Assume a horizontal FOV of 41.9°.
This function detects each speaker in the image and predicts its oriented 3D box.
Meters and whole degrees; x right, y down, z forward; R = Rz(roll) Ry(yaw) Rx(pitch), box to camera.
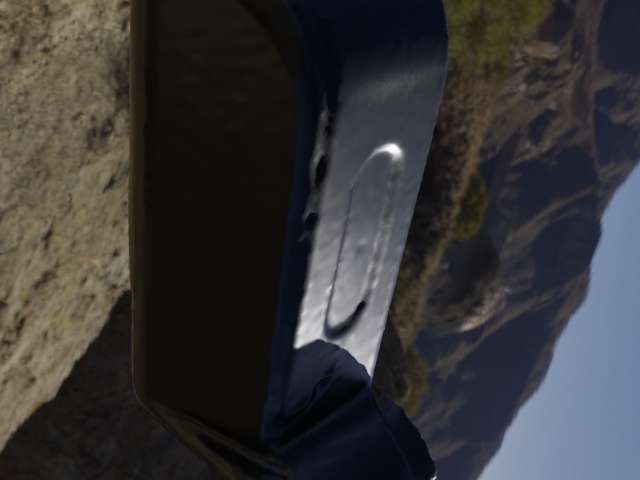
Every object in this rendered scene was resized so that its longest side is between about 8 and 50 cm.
[{"bbox_3d":[0.000,0.000,0.528,0.180,0.184,0.388,-28,137,-43],"label":"speaker"}]
